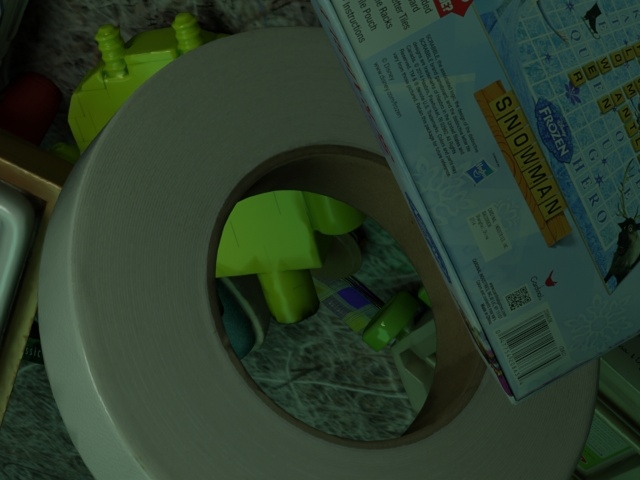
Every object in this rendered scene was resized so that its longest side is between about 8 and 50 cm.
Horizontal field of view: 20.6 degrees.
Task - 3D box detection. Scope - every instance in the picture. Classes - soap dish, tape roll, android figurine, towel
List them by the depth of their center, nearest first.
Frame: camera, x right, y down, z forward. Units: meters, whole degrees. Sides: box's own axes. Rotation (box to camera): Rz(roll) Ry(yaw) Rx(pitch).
[{"bbox_3d":[0.009,0.045,1.163,0.392,0.392,0.072,35,149,-10],"label":"tape roll"},{"bbox_3d":[-0.093,-0.050,1.345,0.248,0.056,0.272,-4,123,18],"label":"android figurine"},{"bbox_3d":[-0.316,0.022,1.347,0.229,0.118,0.291,26,120,6],"label":"soap dish"},{"bbox_3d":[0.017,0.048,1.520,0.083,0.009,0.060,40,146,-17],"label":"towel"}]

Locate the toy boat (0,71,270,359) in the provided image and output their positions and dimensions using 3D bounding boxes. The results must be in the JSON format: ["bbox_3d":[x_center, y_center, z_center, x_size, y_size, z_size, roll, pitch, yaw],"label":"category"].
[{"bbox_3d":[-0.207,0.011,1.512,0.267,0.148,0.318,-1,138,40],"label":"toy boat"}]

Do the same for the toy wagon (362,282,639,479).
[{"bbox_3d":[0.159,0.137,1.452,0.267,0.068,0.344,42,151,-3],"label":"toy wagon"}]

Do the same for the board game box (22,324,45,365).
[{"bbox_3d":[-0.265,0.106,1.745,0.260,0.030,0.136,10,178,28],"label":"board game box"}]

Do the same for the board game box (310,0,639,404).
[{"bbox_3d":[0.182,-0.102,0.920,0.066,0.318,0.318,60,178,48],"label":"board game box"}]

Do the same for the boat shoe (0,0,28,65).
[{"bbox_3d":[-0.290,-0.151,1.403,0.095,0.084,0.258,52,143,-3],"label":"boat shoe"}]

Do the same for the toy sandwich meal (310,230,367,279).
[{"bbox_3d":[0.000,0.000,1.449,0.086,0.029,0.085,18,143,14],"label":"toy sandwich meal"}]
